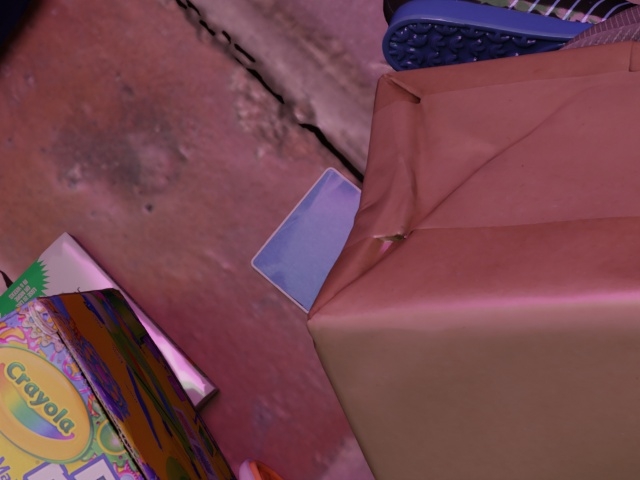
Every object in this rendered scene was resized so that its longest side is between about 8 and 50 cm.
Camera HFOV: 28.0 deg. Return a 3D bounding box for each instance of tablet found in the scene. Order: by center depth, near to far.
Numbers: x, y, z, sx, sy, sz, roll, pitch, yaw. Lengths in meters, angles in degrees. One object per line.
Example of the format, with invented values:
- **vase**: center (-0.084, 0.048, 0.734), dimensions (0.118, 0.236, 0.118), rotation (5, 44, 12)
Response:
- **tablet**: center (0.000, 0.000, 0.826), dimensions (0.054, 0.006, 0.083), rotation (40, 92, 10)

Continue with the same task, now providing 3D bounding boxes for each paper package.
- **paper package**: center (0.188, 0.079, 0.602), dimensions (0.309, 0.325, 0.168), rotation (-5, 43, 20)

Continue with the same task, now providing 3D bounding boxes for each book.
- **book**: center (-0.148, 0.079, 0.834), dimensions (0.144, 0.035, 0.096), rotation (44, 89, 11)

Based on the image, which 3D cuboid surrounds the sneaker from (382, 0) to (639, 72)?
- **sneaker**: center (0.153, -0.131, 0.775), dimensions (0.232, 0.081, 0.090), rotation (12, 56, -4)

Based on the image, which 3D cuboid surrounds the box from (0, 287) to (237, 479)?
- **box**: center (-0.121, 0.191, 0.662), dimensions (0.177, 0.279, 0.290), rotation (-31, 90, -3)

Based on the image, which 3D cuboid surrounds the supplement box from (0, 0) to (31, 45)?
- **supplement box**: center (-0.391, -0.200, 0.787), dimensions (0.356, 0.194, 0.195), rotation (34, 91, 11)

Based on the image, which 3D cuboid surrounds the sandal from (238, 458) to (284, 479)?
- **sandal**: center (0.056, 0.217, 0.759), dimensions (0.076, 0.102, 0.265), rotation (-41, 89, 3)

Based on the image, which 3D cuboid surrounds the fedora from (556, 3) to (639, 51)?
- **fedora**: center (0.187, -0.044, 0.696), dimensions (0.244, 0.275, 0.124), rotation (16, 47, -7)
